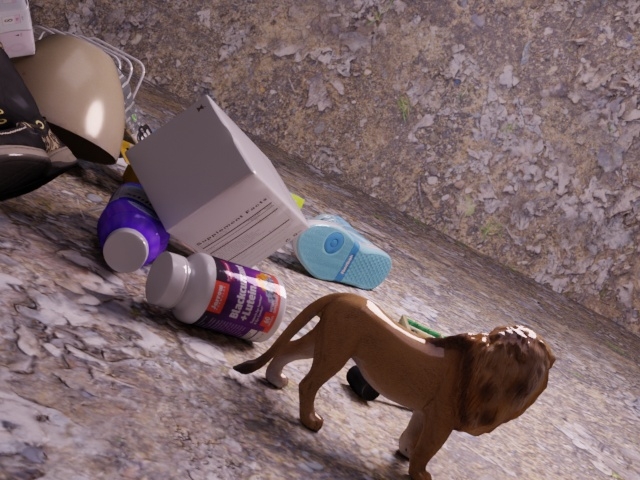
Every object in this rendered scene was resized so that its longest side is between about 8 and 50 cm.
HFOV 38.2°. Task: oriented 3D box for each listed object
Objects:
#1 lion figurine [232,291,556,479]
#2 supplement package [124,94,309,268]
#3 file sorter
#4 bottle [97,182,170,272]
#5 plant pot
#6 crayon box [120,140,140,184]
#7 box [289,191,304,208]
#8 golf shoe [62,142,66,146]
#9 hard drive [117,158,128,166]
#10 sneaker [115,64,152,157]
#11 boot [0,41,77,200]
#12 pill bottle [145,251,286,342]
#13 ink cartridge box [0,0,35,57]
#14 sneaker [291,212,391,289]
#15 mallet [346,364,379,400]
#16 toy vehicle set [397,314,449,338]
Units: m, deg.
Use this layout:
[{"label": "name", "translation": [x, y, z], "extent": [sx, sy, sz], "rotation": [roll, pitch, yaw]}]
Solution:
[{"label": "lion figurine", "translation": [0.103, 0.165, 1.248], "extent": [0.392, 0.240, 0.142], "rotation": [25, 11, -6]}, {"label": "supplement package", "translation": [-0.171, -0.084, 1.605], "extent": [0.177, 0.175, 0.293], "rotation": [59, 6, 24]}, {"label": "file sorter", "translation": [-0.552, -0.369, 2.104], "extent": [0.193, 0.173, 0.278], "rotation": [28, 12, 8]}, {"label": "bottle", "translation": [-0.306, -0.019, 1.518], "extent": [0.118, 0.092, 0.283], "rotation": [31, 10, -12]}, {"label": "plant pot", "translation": [-0.503, -0.292, 1.820], "extent": [0.284, 0.191, 0.284], "rotation": [18, -10, 3]}, {"label": "crayon box", "translation": [-0.290, -0.098, 1.951], "extent": [0.323, 0.083, 0.203], "rotation": [23, 12, -26]}, {"label": "box", "translation": [-0.117, -0.117, 2.252], "extent": [0.109, 0.042, 0.178], "rotation": [27, 2, 29]}, {"label": "golf shoe", "translation": [-0.530, -0.160, 1.739], "extent": [0.086, 0.069, 0.176], "rotation": [18, 3, -14]}, {"label": "hard drive", "translation": [-0.605, -0.287, 2.173], "extent": [0.233, 0.047, 0.353], "rotation": [17, 15, -42]}, {"label": "sneaker", "translation": [-0.462, -0.270, 1.997], "extent": [0.132, 0.228, 0.086], "rotation": [-9, 29, 24]}, {"label": "boot", "translation": [-0.529, -0.211, 1.444], "extent": [0.284, 0.138, 0.377], "rotation": [60, 6, -4]}, {"label": "pill bottle", "translation": [-0.156, 0.080, 1.376], "extent": [0.193, 0.108, 0.108], "rotation": [19, 13, -33]}, {"label": "ink cartridge box", "translation": [-0.622, -0.365, 1.607], "extent": [0.232, 0.066, 0.189], "rotation": [-17, -8, -17]}, {"label": "sneaker", "translation": [0.000, 0.000, 2.088], "extent": [0.208, 0.127, 0.319], "rotation": [39, 7, 41]}, {"label": "mallet", "translation": [0.120, 0.245, 1.478], "extent": [0.190, 0.039, 0.062], "rotation": [25, 8, -38]}, {"label": "toy vehicle set", "translation": [0.281, 0.242, 1.852], "extent": [0.267, 0.035, 0.166], "rotation": [26, 11, -7]}]
